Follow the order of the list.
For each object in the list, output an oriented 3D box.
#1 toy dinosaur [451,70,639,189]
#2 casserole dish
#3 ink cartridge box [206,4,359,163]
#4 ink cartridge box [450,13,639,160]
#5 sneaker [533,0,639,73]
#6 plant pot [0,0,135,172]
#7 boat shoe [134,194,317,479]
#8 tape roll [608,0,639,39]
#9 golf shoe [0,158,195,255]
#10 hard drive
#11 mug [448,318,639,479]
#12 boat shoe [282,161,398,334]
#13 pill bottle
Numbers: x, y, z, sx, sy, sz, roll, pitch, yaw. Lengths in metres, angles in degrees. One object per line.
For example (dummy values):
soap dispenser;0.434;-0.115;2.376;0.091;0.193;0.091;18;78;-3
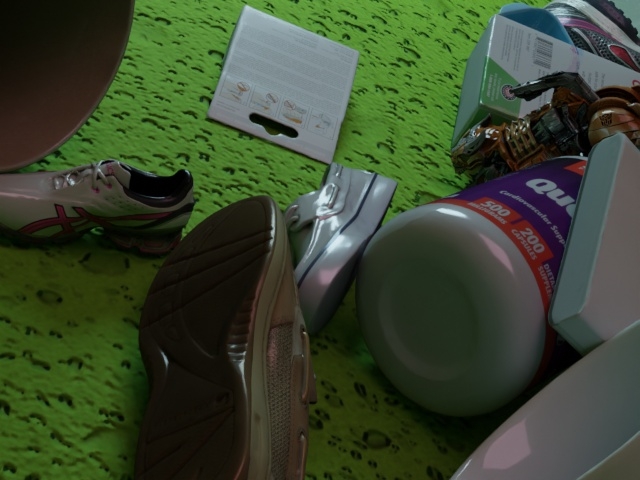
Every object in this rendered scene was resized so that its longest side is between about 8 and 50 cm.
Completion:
toy dinosaur;0.304;-0.082;1.288;0.322;0.218;0.164;0;33;42
casserole dish;0.275;-0.214;1.566;0.114;0.037;0.188;-14;69;-26
ink cartridge box;-0.041;-0.162;1.357;0.145;0.045;0.179;21;53;-9
ink cartridge box;0.272;-0.148;1.446;0.212;0.093;0.154;19;53;-7
sneaker;0.397;-0.206;1.628;0.112;0.121;0.299;-38;65;-25
plant pot;-0.349;-0.223;1.080;0.274;0.256;0.256;24;31;28
boat shoe;-0.064;0.102;0.939;0.110;0.121;0.341;53;26;-34
tape roll;0.489;-0.424;1.803;0.100;0.286;0.286;1;42;-33
golf shoe;-0.197;-0.041;1.047;0.186;0.086;0.067;5;42;-26
hard drive;0.319;0.080;1.060;0.307;0.040;0.203;42;49;-23
mug;0.239;0.265;0.798;0.374;0.276;0.328;-39;89;-20
boat shoe;0.000;0.000;1.127;0.084;0.095;0.258;25;24;5
pill bottle;0.192;0.027;1.121;0.181;0.181;0.323;43;39;23
